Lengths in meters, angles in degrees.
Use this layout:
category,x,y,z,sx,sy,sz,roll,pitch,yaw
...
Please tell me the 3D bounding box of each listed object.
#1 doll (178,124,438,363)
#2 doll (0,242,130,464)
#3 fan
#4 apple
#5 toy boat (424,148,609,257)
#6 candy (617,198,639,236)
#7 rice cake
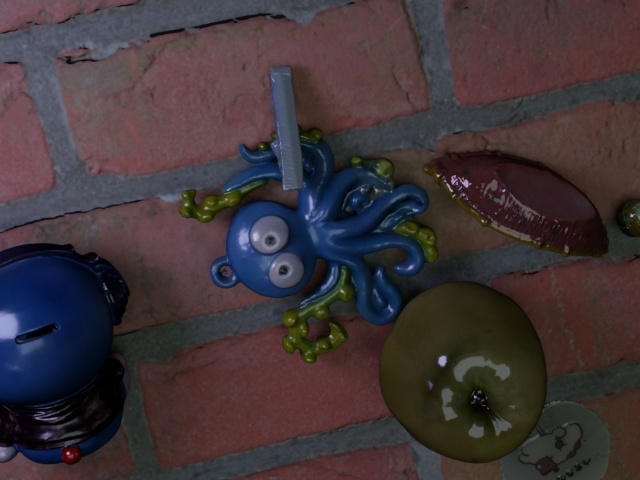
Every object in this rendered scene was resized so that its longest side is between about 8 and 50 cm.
category,x,y,z,sx,sy,sz,roll,pitch,yaw
doll,0.000,0.000,1.801,0.341,0.099,0.346,-24,105,-1
doll,-0.392,0.152,1.727,0.284,0.240,0.310,-21,115,-17
fan,0.344,0.296,1.990,0.191,0.009,0.329,-34,109,4
apple,0.210,0.195,1.822,0.262,0.262,0.262,-2,107,-8
toy boat,0.309,-0.055,1.836,0.318,0.099,0.141,24,61,-14
candy,0.522,0.018,1.916,0.061,0.061,0.202,-35,117,3
rice cake,-0.052,-0.157,1.747,0.042,0.030,0.180,-6,82,-5
